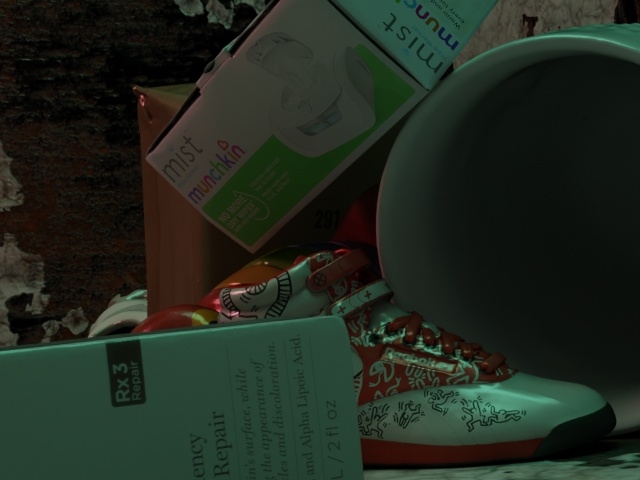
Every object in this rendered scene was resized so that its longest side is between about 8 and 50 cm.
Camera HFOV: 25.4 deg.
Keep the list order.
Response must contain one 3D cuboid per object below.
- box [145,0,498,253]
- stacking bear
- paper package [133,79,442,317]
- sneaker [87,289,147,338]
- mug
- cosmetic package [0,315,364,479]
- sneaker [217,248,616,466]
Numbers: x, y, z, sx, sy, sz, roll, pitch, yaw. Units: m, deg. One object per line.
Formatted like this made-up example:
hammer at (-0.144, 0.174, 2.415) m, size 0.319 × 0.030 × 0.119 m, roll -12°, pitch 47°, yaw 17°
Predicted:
box at (0.015, -0.151, 1.090) m, size 0.262 × 0.127 × 0.231 m, roll -41°, pitch 10°, yaw 48°
stacking bear at (-0.034, 0.084, 1.114) m, size 0.289 × 0.175 × 0.164 m, roll -17°, pitch -24°, yaw -42°
paper package at (0.000, 0.000, 1.364) m, size 0.324 × 0.310 × 0.168 m, roll -7°, pitch 16°, yaw -26°
sneaker at (-0.164, 0.138, 1.928) m, size 0.330 × 0.123 × 0.146 m, roll -5°, pitch 17°, yaw 18°
mug at (0.272, -0.043, 1.059) m, size 0.374 × 0.276 × 0.328 m, roll -22°, pitch 0°, yaw 29°
cosmetic package at (-0.102, 0.101, 0.638) m, size 0.231 × 0.117 × 0.085 m, roll -6°, pitch -2°, yaw -21°
sneaker at (0.055, 0.074, 0.948) m, size 0.270 × 0.145 × 0.090 m, roll -6°, pitch -1°, yaw 18°
